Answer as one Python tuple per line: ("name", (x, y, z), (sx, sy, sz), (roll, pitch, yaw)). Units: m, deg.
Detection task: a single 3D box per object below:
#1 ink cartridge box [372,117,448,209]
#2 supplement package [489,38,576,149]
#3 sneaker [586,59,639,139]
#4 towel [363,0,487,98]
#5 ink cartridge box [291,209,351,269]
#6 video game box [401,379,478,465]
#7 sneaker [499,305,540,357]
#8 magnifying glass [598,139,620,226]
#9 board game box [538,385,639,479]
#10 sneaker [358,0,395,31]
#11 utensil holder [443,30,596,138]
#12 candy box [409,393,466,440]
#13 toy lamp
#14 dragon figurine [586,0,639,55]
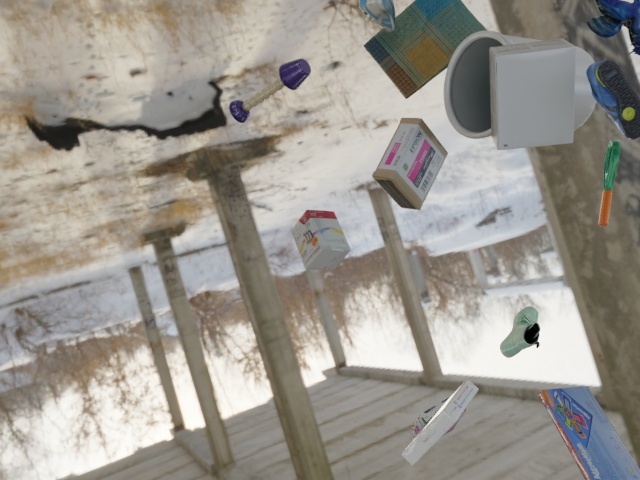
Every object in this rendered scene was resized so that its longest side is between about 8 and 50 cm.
("ink cartridge box", (0.293, -0.246, 1.914), (0.088, 0.234, 0.193), (14, 161, 46))
("supplement package", (0.581, -0.403, 1.642), (0.204, 0.261, 0.145), (-4, -154, 11))
("sneaker", (0.714, -0.340, 1.442), (0.069, 0.209, 0.082), (-33, -172, -1))
("towel", (0.381, -0.736, 2.178), (0.370, 0.271, 0.040), (-38, 176, 11))
("ink cartridge box", (0.000, 0.000, 2.101), (0.127, 0.176, 0.128), (2, 141, -37))
("video game box", (0.319, 0.484, 1.584), (0.187, 0.048, 0.205), (-27, 153, -57))
("sneaker", (0.765, 0.316, 2.155), (0.256, 0.094, 0.151), (-45, 178, -36))
("magnifying glass", (0.743, -0.150, 1.534), (0.026, 0.230, 0.092), (8, 168, 15))
("board game box", (0.692, 0.501, 1.528), (0.145, 0.281, 0.027), (-1, 130, -13))
("sneaker", (0.201, -0.779, 2.024), (0.092, 0.087, 0.229), (-5, 171, 21))
("utensil holder", (0.653, -0.495, 1.939), (0.386, 0.327, 0.328), (-5, 172, -29))
("candy box", (0.415, 0.651, 2.117), (0.159, 0.071, 0.233), (-25, 149, -17))
("toy lamp", (-0.141, -0.419, 1.652), (0.275, 0.080, 0.080), (-22, 176, 35))
("dragon figurine", (0.761, -0.593, 1.552), (0.144, 0.289, 0.085), (-48, 163, -22))
